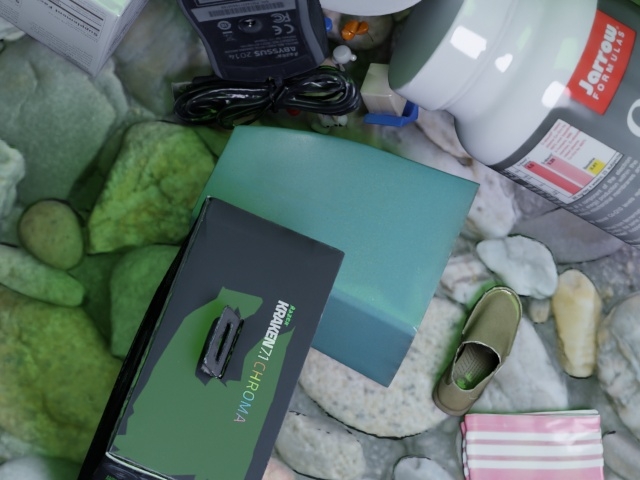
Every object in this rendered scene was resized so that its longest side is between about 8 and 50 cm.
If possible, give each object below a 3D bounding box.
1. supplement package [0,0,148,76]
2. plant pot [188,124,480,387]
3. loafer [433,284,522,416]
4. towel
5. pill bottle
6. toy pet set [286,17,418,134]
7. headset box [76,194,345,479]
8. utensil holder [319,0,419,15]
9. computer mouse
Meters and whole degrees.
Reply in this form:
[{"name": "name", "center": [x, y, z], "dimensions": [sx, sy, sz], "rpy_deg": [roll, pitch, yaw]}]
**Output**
[{"name": "supplement package", "center": [-0.266, -0.329, 1.787], "dimensions": [0.262, 0.145, 0.204], "rpy_deg": [32, 66, -3]}, {"name": "plant pot", "center": [0.000, 0.000, 1.742], "dimensions": [0.234, 0.165, 0.165], "rpy_deg": [23, 67, 2]}, {"name": "loafer", "center": [0.161, 0.105, 1.803], "dimensions": [0.056, 0.050, 0.148], "rpy_deg": [28, 67, -4]}, {"name": "towel", "center": [0.214, 0.261, 1.775], "dimensions": [0.144, 0.029, 0.197], "rpy_deg": [0, 72, -14]}, {"name": "pill bottle", "center": [0.262, -0.136, 1.799], "dimensions": [0.363, 0.210, 0.210], "rpy_deg": [27, 66, -15]}, {"name": "toy pet set", "center": [0.041, -0.155, 1.870], "dimensions": [0.114, 0.065, 0.122], "rpy_deg": [8, 61, 25]}, {"name": "headset box", "center": [-0.103, 0.127, 1.599], "dimensions": [0.131, 0.283, 0.246], "rpy_deg": [23, 68, -7]}, {"name": "utensil holder", "center": [0.080, -0.446, 1.730], "dimensions": [0.328, 0.327, 0.385], "rpy_deg": [38, 59, 0]}, {"name": "computer mouse", "center": [-0.067, -0.211, 1.724], "dimensions": [0.189, 0.272, 0.072], "rpy_deg": [-3, 58, 7]}]
